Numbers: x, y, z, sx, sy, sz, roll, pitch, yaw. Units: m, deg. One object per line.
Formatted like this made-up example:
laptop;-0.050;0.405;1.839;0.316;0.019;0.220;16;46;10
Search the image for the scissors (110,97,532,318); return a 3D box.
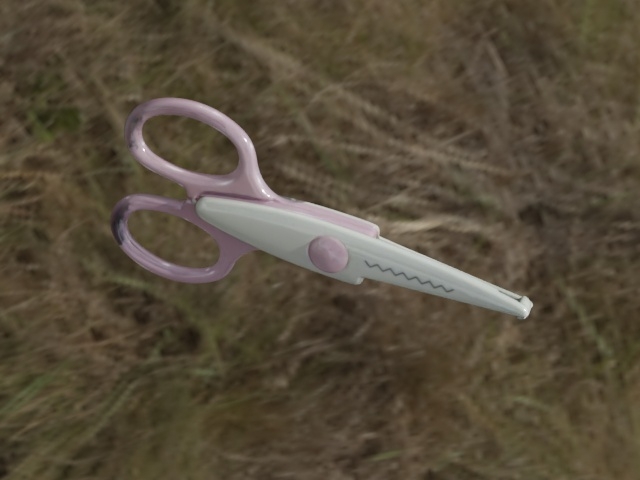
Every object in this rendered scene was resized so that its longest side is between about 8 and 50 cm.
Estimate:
scissors;0.000;0.000;0.732;0.176;0.085;0.022;19;33;8
